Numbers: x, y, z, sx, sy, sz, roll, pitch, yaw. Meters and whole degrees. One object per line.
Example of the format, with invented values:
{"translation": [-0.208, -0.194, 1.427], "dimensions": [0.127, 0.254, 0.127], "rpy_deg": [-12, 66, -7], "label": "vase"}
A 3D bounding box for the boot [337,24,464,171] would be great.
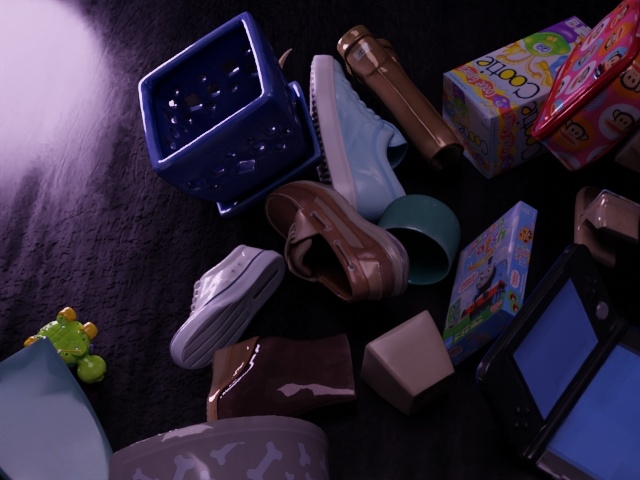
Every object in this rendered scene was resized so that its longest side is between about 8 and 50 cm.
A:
{"translation": [0.148, -0.230, 2.127], "dimensions": [0.089, 0.236, 0.269], "rpy_deg": [-42, 73, 14], "label": "boot"}

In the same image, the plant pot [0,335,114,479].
{"translation": [-0.369, 0.292, 1.676], "dimensions": [0.165, 0.165, 0.234], "rpy_deg": [-33, 61, -22], "label": "plant pot"}

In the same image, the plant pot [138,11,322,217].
{"translation": [-0.138, -0.189, 2.021], "dimensions": [0.236, 0.212, 0.236], "rpy_deg": [-31, 46, 14], "label": "plant pot"}

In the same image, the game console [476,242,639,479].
{"translation": [0.388, 0.185, 1.695], "dimensions": [0.173, 0.250, 0.293], "rpy_deg": [4, 41, 46], "label": "game console"}

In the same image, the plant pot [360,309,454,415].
{"translation": [0.132, 0.184, 1.762], "dimensions": [0.109, 0.109, 0.096], "rpy_deg": [-28, 63, -19], "label": "plant pot"}

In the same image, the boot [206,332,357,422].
{"translation": [-0.052, 0.229, 1.742], "dimensions": [0.206, 0.090, 0.248], "rpy_deg": [-6, 44, 3], "label": "boot"}

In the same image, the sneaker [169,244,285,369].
{"translation": [-0.157, 0.101, 1.882], "dimensions": [0.091, 0.094, 0.258], "rpy_deg": [15, 41, 30], "label": "sneaker"}

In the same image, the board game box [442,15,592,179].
{"translation": [0.361, -0.246, 2.101], "dimensions": [0.275, 0.142, 0.144], "rpy_deg": [-26, 50, -17], "label": "board game box"}

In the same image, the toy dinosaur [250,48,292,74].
{"translation": [-0.095, -0.271, 2.242], "dimensions": [0.092, 0.053, 0.183], "rpy_deg": [7, 54, -9], "label": "toy dinosaur"}

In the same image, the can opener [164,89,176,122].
{"translation": [-0.276, -0.244, 2.220], "dimensions": [0.059, 0.073, 0.186], "rpy_deg": [-15, 38, 3], "label": "can opener"}

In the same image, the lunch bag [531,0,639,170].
{"translation": [0.435, -0.238, 1.874], "dimensions": [0.120, 0.258, 0.293], "rpy_deg": [40, 40, -6], "label": "lunch bag"}

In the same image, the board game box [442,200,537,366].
{"translation": [0.249, 0.063, 1.825], "dimensions": [0.039, 0.160, 0.211], "rpy_deg": [30, 48, -13], "label": "board game box"}

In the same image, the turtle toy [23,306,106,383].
{"translation": [-0.375, 0.167, 1.847], "dimensions": [0.130, 0.066, 0.095], "rpy_deg": [31, 57, 28], "label": "turtle toy"}

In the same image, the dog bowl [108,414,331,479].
{"translation": [-0.142, 0.337, 1.499], "dimensions": [0.348, 0.349, 0.102], "rpy_deg": [-14, 60, -7], "label": "dog bowl"}

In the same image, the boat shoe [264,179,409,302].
{"translation": [0.000, 0.000, 1.893], "dimensions": [0.116, 0.123, 0.324], "rpy_deg": [-21, 32, -29], "label": "boat shoe"}

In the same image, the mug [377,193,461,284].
{"translation": [0.140, -0.011, 1.917], "dimensions": [0.157, 0.129, 0.097], "rpy_deg": [13, 49, 16], "label": "mug"}

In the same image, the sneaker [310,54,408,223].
{"translation": [0.066, -0.169, 2.081], "dimensions": [0.150, 0.135, 0.366], "rpy_deg": [-4, 56, -9], "label": "sneaker"}

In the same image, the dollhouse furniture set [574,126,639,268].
{"translation": [0.635, -0.104, 1.817], "dimensions": [0.394, 0.362, 0.256], "rpy_deg": [23, 49, -12], "label": "dollhouse furniture set"}
